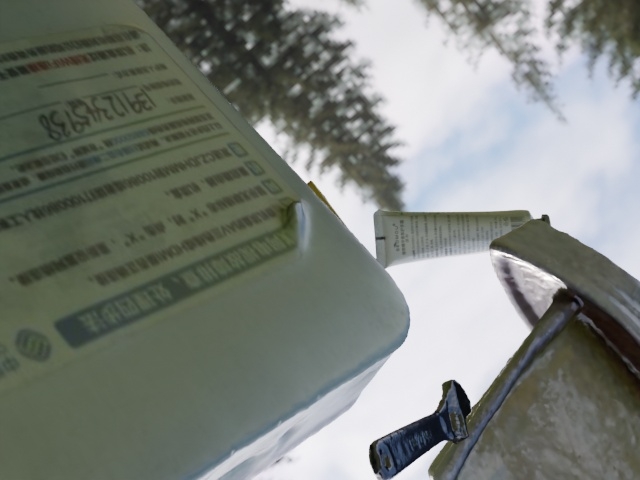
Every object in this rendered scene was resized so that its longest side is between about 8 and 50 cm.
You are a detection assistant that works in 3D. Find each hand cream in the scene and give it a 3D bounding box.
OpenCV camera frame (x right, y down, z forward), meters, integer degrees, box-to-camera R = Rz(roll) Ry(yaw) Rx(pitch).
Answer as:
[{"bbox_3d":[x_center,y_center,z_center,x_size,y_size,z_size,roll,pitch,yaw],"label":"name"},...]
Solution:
[{"bbox_3d":[0.157,-0.008,1.392,0.194,0.067,0.042,-4,-167,1],"label":"hand cream"}]

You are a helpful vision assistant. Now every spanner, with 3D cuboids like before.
[{"bbox_3d":[0.073,0.132,0.875,0.012,0.046,0.208,-22,175,23],"label":"spanner"}]

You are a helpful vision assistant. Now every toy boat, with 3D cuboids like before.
[{"bbox_3d":[0.227,0.150,1.076,0.111,0.276,0.293,-35,-153,54],"label":"toy boat"}]

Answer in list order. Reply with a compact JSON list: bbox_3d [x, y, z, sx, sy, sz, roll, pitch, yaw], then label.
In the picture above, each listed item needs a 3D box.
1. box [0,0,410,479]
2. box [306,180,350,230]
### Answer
[{"bbox_3d":[-0.179,-0.004,0.723,0.396,0.396,0.111,-25,157,-50],"label":"box"},{"bbox_3d":[0.000,0.000,1.799,0.087,0.155,0.023,-38,171,8],"label":"box"}]
